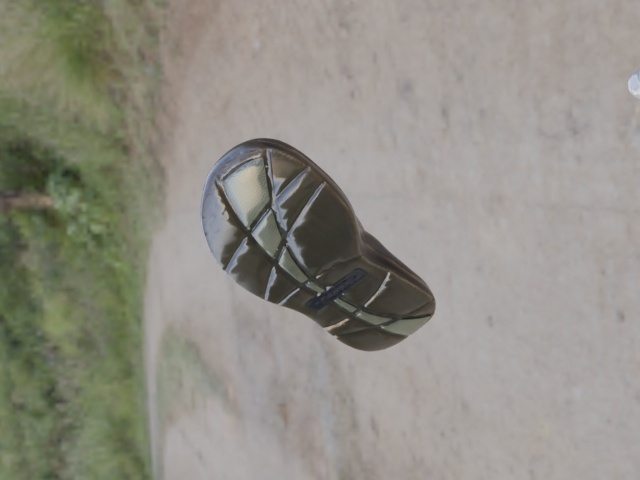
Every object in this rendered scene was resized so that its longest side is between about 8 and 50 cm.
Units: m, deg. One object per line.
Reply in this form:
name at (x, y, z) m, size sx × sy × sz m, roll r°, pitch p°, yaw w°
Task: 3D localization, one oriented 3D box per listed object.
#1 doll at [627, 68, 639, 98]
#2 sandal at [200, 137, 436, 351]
doll at (0.197, -0.049, 0.575) m, size 0.129 × 0.046 × 0.189 m, roll 44°, pitch 163°, yaw 40°
sandal at (0.000, 0.000, 0.763) m, size 0.219 × 0.090 × 0.060 m, roll 35°, pitch -153°, yaw -45°
